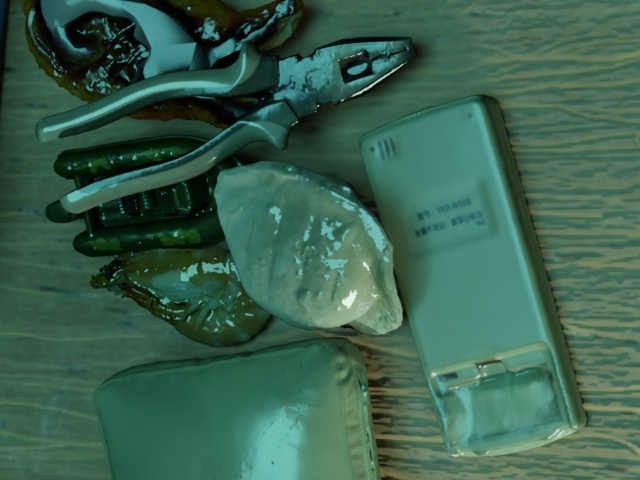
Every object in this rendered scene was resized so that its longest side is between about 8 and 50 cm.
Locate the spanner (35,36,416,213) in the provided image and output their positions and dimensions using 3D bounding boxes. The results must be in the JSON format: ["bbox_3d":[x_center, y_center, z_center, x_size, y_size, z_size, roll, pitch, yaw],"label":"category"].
[{"bbox_3d":[-0.077,-0.110,1.168,0.325,0.040,0.095,-17,99,9],"label":"spanner"}]

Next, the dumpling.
[{"bbox_3d":[0.000,0.001,1.154,0.150,0.092,0.176,-40,70,43],"label":"dumpling"}]

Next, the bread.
[{"bbox_3d":[-0.141,-0.174,1.232,0.269,0.095,0.139,14,108,8],"label":"bread"}]

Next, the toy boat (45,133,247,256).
[{"bbox_3d":[-0.149,-0.040,1.252,0.210,0.052,0.104,-4,102,26],"label":"toy boat"}]

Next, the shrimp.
[{"bbox_3d":[-0.126,0.044,1.247,0.184,0.043,0.091,10,106,21],"label":"shrimp"}]

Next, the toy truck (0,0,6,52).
[{"bbox_3d":[-0.398,-0.139,1.311,0.161,0.162,0.385,8,94,26],"label":"toy truck"}]

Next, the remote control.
[{"bbox_3d":[0.122,0.032,1.137,0.123,0.038,0.285,-19,85,27],"label":"remote control"}]

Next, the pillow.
[{"bbox_3d":[-0.058,0.252,1.182,0.255,0.120,0.322,-10,88,26],"label":"pillow"}]
